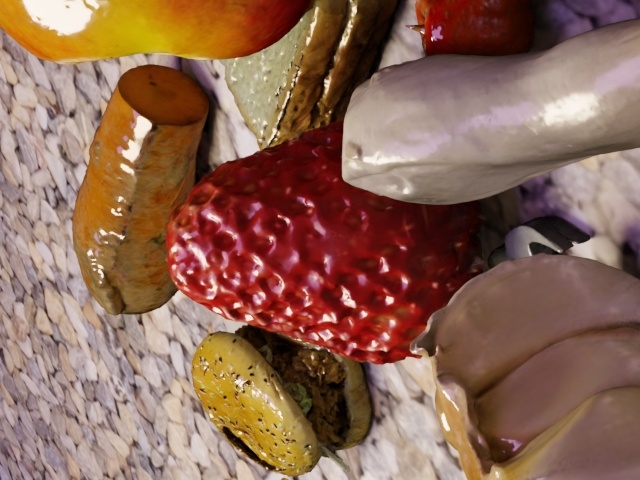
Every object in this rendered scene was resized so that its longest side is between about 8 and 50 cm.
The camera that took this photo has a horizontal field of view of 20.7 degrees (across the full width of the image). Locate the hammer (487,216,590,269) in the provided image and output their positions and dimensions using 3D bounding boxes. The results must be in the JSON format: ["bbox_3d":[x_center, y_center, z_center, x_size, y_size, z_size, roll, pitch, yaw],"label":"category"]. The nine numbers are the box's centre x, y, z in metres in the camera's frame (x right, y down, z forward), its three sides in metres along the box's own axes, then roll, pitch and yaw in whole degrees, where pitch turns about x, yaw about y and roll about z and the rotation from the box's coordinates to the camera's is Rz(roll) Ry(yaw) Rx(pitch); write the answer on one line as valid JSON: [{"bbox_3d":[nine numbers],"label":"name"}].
[{"bbox_3d":[0.207,0.094,1.299,0.246,0.029,0.103,63,154,13],"label":"hammer"}]

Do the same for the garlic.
[{"bbox_3d":[0.197,0.146,1.187,0.281,0.203,0.184,-113,1,-54],"label":"garlic"}]

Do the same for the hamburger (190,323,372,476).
[{"bbox_3d":[-0.038,0.156,1.699,0.185,0.113,0.177,54,148,12],"label":"hamburger"}]

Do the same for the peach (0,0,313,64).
[{"bbox_3d":[-0.141,-0.322,1.294,0.306,0.242,0.380,-2,92,51],"label":"peach"}]

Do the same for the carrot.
[{"bbox_3d":[-0.193,-0.050,1.868,0.139,0.139,0.302,51,141,34],"label":"carrot"}]

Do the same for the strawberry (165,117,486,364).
[{"bbox_3d":[0.000,0.000,1.377,0.205,0.244,0.205,177,90,-79],"label":"strawberry"}]

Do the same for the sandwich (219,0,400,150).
[{"bbox_3d":[-0.042,-0.243,1.475,0.273,0.095,0.249,57,147,28],"label":"sandwich"}]

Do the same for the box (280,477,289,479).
[{"bbox_3d":[-0.112,0.386,1.847,0.097,0.265,0.168,37,138,44],"label":"box"}]

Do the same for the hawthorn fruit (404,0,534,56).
[{"bbox_3d":[0.106,-0.158,1.249,0.093,0.093,0.093,42,142,44],"label":"hawthorn fruit"}]

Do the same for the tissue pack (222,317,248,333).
[{"bbox_3d":[-0.073,0.053,1.812,0.122,0.026,0.193,67,153,6],"label":"tissue pack"}]

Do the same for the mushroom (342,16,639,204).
[{"bbox_3d":[0.137,-0.088,1.167,0.351,0.109,0.097,-12,60,43],"label":"mushroom"}]
